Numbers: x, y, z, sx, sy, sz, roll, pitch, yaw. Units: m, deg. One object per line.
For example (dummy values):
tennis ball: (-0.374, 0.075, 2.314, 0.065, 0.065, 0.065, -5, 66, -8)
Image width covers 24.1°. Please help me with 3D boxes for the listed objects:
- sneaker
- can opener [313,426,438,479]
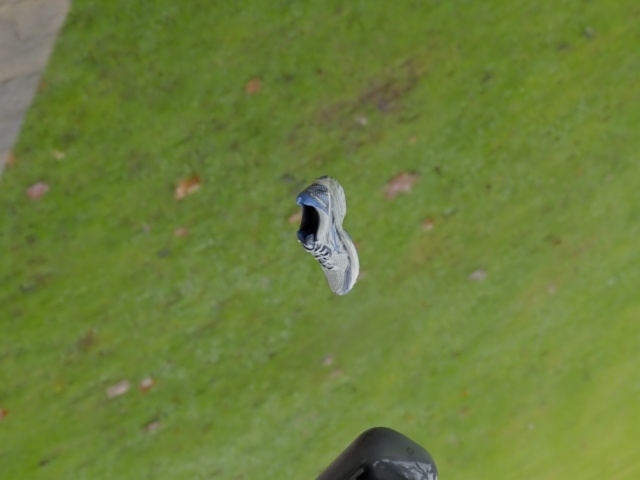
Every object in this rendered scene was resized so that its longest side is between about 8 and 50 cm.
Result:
sneaker: (0.000, 0.000, 1.649, 0.058, 0.135, 0.052, -27, -160, -39)
can opener: (-0.050, 0.180, 0.794, 0.283, 0.095, 0.076, -50, -171, 42)
